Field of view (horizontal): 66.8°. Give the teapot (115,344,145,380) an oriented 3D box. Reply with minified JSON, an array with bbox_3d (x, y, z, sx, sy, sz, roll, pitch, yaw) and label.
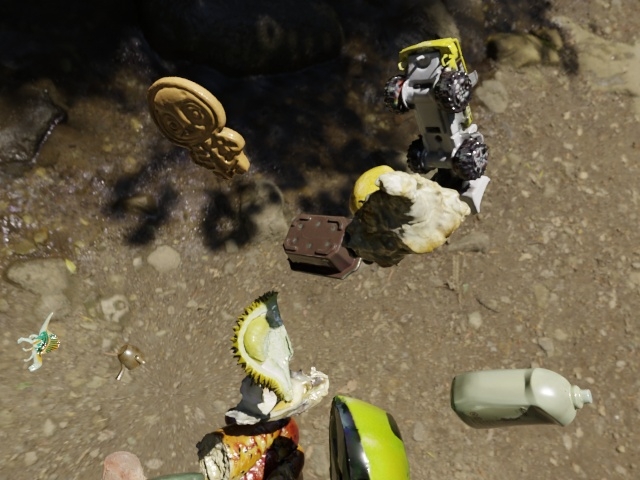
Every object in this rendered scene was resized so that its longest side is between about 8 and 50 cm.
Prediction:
[{"bbox_3d":[-0.596,0.380,1.500,0.080,0.085,0.110,57,50,-30],"label":"teapot"}]

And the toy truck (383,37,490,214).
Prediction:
[{"bbox_3d":[0.205,-0.181,0.793,0.111,0.136,0.285,-41,125,-27],"label":"toy truck"}]

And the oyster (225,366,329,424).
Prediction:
[{"bbox_3d":[-0.138,0.482,1.507,0.271,0.100,0.275,25,63,33],"label":"oyster"}]

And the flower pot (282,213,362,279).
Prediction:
[{"bbox_3d":[0.000,0.000,1.314,0.084,0.251,0.178,40,65,-46],"label":"flower pot"}]

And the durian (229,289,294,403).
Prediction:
[{"bbox_3d":[-0.153,0.304,1.343,0.167,0.172,0.306,-17,74,1],"label":"durian"}]

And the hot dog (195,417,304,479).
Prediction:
[{"bbox_3d":[-0.207,0.777,1.671,0.366,0.196,0.366,-11,94,-49],"label":"hot dog"}]

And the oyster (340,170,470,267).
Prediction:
[{"bbox_3d":[0.096,-0.017,0.584,0.164,0.191,0.081,-25,53,18],"label":"oyster"}]

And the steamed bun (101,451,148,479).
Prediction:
[{"bbox_3d":[-0.604,0.744,1.513,0.175,0.144,0.106,26,22,32],"label":"steamed bun"}]

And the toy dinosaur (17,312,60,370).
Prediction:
[{"bbox_3d":[-0.865,0.315,1.519,0.106,0.044,0.187,23,40,7],"label":"toy dinosaur"}]

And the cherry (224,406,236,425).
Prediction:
[{"bbox_3d":[-0.305,0.681,1.846,0.106,0.126,0.086,-8,49,17],"label":"cherry"}]

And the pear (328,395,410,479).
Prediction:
[{"bbox_3d":[0.129,0.592,1.234,0.165,0.399,0.398,-4,74,-9],"label":"pear"}]

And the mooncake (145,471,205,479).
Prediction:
[{"bbox_3d":[-0.399,0.694,1.336,0.169,0.175,0.104,-10,72,-11],"label":"mooncake"}]

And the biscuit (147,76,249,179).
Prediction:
[{"bbox_3d":[-0.289,-0.257,1.157,0.288,0.202,0.044,56,42,-32],"label":"biscuit"}]

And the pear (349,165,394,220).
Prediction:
[{"bbox_3d":[0.164,-0.118,1.362,0.178,0.178,0.177,5,72,-15],"label":"pear"}]

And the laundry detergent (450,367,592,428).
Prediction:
[{"bbox_3d":[0.405,0.323,0.976,0.181,0.254,0.091,47,42,-31],"label":"laundry detergent"}]
